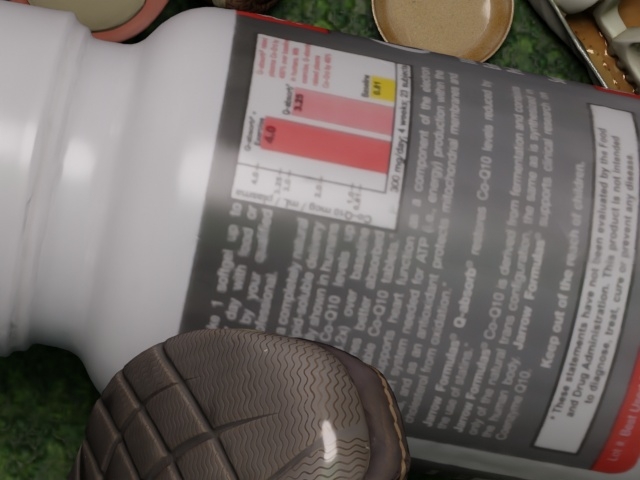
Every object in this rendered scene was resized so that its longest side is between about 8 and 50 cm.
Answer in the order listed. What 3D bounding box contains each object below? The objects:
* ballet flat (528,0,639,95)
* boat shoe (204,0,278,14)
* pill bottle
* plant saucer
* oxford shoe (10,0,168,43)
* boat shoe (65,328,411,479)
[{"bbox_3d":[0.173,-0.125,0.898,0.072,0.068,0.213,-31,88,-9],"label":"ballet flat"},{"bbox_3d":[-0.025,-0.249,0.884,0.095,0.095,0.257,21,80,16],"label":"boat shoe"},{"bbox_3d":[0.000,0.000,0.790,0.363,0.210,0.210,11,83,-7],"label":"pill bottle"},{"bbox_3d":[0.069,-0.136,0.912,0.083,0.015,0.083,1,84,-8],"label":"plant saucer"},{"bbox_3d":[-0.100,-0.302,0.847,0.140,0.146,0.397,7,97,-1],"label":"oxford shoe"},{"bbox_3d":[-0.045,0.136,0.725,0.130,0.355,0.132,4,64,-28],"label":"boat shoe"}]
